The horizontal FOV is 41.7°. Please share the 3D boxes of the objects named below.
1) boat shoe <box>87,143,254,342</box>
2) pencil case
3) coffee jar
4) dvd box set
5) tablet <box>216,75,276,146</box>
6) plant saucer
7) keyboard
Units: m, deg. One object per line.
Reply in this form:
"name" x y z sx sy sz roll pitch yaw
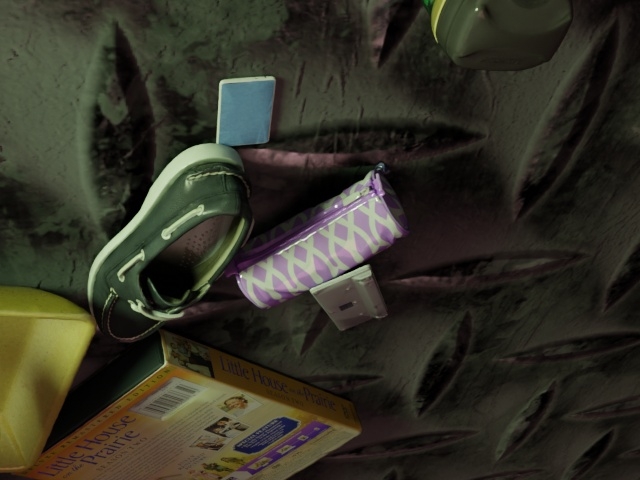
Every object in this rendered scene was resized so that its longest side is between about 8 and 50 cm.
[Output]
"boat shoe" -0.166 0.030 0.890 0.114 0.091 0.302 5 138 -31
"pencil case" 0.000 0.000 0.930 0.206 0.086 0.088 -31 155 14
"coffee jar" 0.115 -0.208 0.644 0.096 0.184 0.079 -2 139 -22
"dvd box set" -0.179 0.284 1.223 0.308 0.062 0.420 -37 139 22
"tablet" -0.073 -0.124 0.814 0.054 0.006 0.083 -7 142 -16
"plant saucer" -0.452 0.145 0.921 0.333 0.081 0.333 6 136 -30
"keyboard" 0.040 0.076 1.036 0.072 0.014 0.256 -17 162 4
